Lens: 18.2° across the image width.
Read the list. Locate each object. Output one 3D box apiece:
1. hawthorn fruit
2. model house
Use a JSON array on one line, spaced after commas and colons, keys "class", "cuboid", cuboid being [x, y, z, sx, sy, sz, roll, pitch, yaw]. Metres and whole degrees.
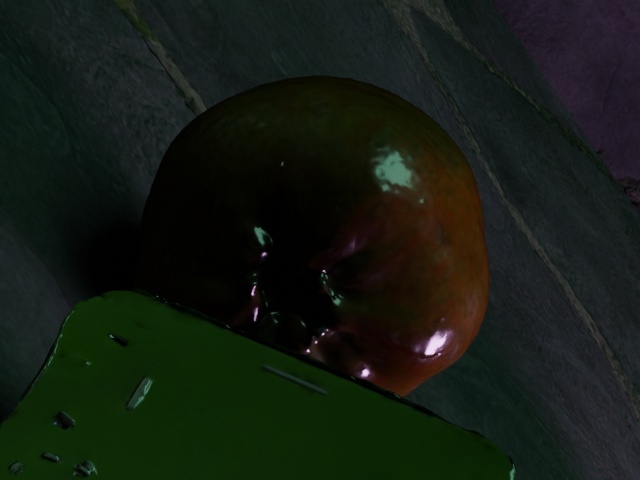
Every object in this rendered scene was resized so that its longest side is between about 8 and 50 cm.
[{"class": "hawthorn fruit", "cuboid": [0.000, 0.000, 1.518, 0.268, 0.267, 0.301, 50, 18, -13]}, {"class": "model house", "cuboid": [-0.054, 0.185, 1.223, 0.294, 0.154, 0.207, 23, 57, 12]}]
